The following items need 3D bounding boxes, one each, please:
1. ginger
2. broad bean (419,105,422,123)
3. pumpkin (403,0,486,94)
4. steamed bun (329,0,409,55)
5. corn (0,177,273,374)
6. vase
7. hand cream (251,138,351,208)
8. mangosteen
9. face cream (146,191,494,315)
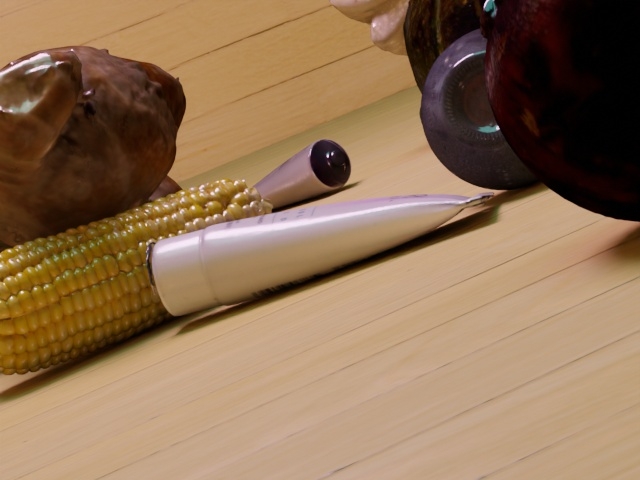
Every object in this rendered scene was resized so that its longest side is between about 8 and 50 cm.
[{"bbox_3d":[-0.210,-0.043,1.517,0.256,0.176,0.375,-30,-21,-19],"label":"ginger"},{"bbox_3d":[0.187,-0.152,2.061,0.144,0.049,0.292,-18,5,-37],"label":"broad bean"},{"bbox_3d":[0.222,-0.205,1.668,0.320,0.192,0.320,-24,6,3],"label":"pumpkin"},{"bbox_3d":[0.240,-0.259,2.056,0.428,0.189,0.247,0,-38,-49],"label":"steamed bun"},{"bbox_3d":[-0.149,0.026,1.397,0.244,0.093,0.093,-20,5,-23],"label":"corn"},{"bbox_3d":[0.145,-0.093,1.403,0.120,0.120,0.183,-20,-10,16],"label":"vase"},{"bbox_3d":[-0.031,-0.060,1.993,0.087,0.054,0.186,-21,-3,-38],"label":"hand cream"},{"bbox_3d":[0.181,-0.104,0.967,0.209,0.210,0.210,-21,6,2],"label":"mangosteen"},{"bbox_3d":[0.000,0.000,1.313,0.243,0.058,0.092,-14,3,11],"label":"face cream"}]
